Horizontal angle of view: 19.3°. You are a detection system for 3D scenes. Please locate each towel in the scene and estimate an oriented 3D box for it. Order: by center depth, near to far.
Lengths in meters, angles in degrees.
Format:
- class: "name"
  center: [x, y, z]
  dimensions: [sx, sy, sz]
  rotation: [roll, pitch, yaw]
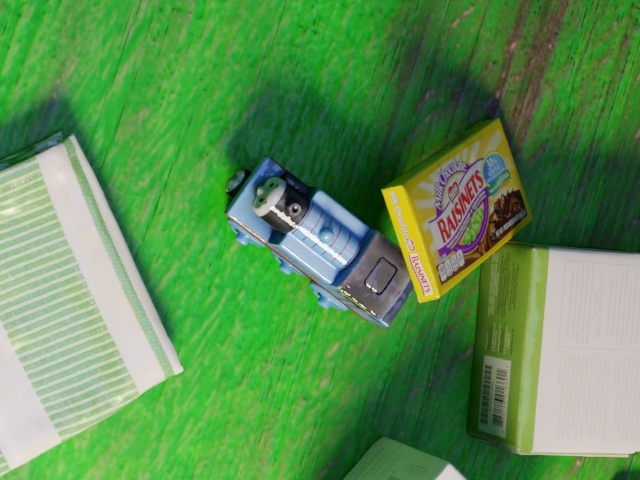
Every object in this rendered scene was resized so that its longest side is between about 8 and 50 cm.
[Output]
- class: "towel"
  center: [-0.298, 0.082, 1.552]
  dimensions: [0.325, 0.038, 0.248]
  rotation: [-29, 104, -18]

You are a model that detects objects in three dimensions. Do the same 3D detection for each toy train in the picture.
- class: "toy train"
  center: [0.000, 0.000, 1.630]
  dimensions: [0.184, 0.105, 0.080]
  rotation: [39, 79, -20]

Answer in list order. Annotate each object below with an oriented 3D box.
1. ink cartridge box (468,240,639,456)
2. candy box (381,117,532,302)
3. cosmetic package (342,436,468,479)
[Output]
- class: "ink cartridge box"
  center: [0.278, 0.103, 1.756]
  dimensions: [0.255, 0.097, 0.188]
  rotation: [4, 91, -24]
- class: "candy box"
  center: [0.123, -0.031, 1.661]
  dimensions: [0.206, 0.027, 0.105]
  rotation: [-35, 107, -54]
- class: "cosmetic package"
  center: [0.093, 0.295, 1.662]
  dimensions: [0.151, 0.151, 0.183]
  rotation: [-46, 108, -13]
